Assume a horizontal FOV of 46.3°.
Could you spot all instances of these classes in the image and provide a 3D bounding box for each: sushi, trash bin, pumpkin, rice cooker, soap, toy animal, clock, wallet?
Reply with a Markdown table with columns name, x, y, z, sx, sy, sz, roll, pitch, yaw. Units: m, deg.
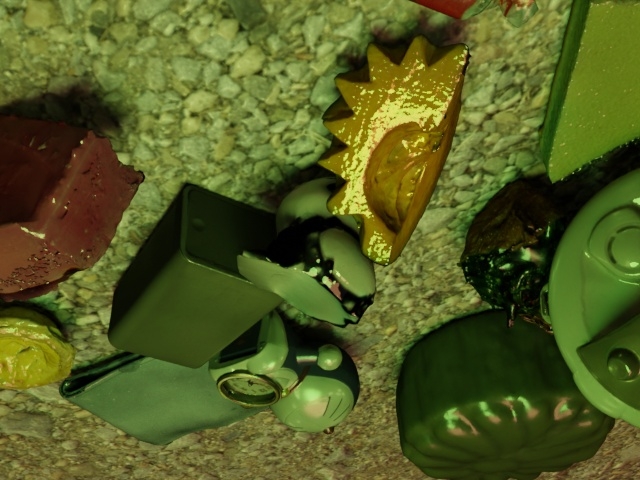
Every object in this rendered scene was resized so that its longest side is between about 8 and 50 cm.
| name | x | y | z | sx | sy | sz | roll | pitch | yaw |
| --- | --- | --- | --- | --- | --- | --- | --- | --- | --- |
| sushi | 0.261 | 0.038 | 1.011 | 0.149 | 0.140 | 0.287 | -14 | 139 | -1 |
| trash bin | -0.167 | 0.061 | 1.000 | 0.164 | 0.122 | 0.240 | 22 | 135 | -29 |
| pumpkin | 0.079 | -0.119 | 0.848 | 0.130 | 0.149 | 0.254 | 22 | 114 | 13 |
| rice cooker | 0.453 | 0.070 | 0.882 | 0.335 | 0.335 | 0.325 | -28 | 160 | 24 |
| soap | -0.349 | -0.039 | 0.806 | 0.289 | 0.182 | 0.112 | 11 | 153 | 33 |
| toy animal | 0.000 | 0.000 | 0.902 | 0.138 | 0.179 | 0.166 | -14 | 129 | 36 |
| clock | -0.041 | 0.208 | 1.172 | 0.199 | 0.147 | 0.243 | -26 | 133 | 29 |
| wallet | -0.251 | 0.257 | 1.271 | 0.290 | 0.054 | 0.251 | -21 | 139 | 15 |

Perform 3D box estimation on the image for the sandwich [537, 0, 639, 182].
| name | x | y | z | sx | sy | sz | roll | pitch | yaw |
| --- | --- | --- | --- | --- | --- | --- | --- | --- | --- |
| sandwich | 0.316 | -0.194 | 0.810 | 0.245 | 0.063 | 0.212 | -29 | 132 | 24 |

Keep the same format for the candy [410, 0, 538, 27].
| name | x | y | z | sx | sy | sz | roll | pitch | yaw |
| --- | --- | --- | --- | --- | --- | --- | --- | --- | --- |
| candy | 0.092 | -0.264 | 0.691 | 0.292 | 0.059 | 0.086 | 13 | 138 | -21 |

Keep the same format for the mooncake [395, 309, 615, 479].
| name | x | y | z | sx | sy | sz | roll | pitch | yaw |
| --- | --- | --- | --- | --- | --- | --- | --- | --- | --- |
| mooncake | 0.306 | 0.285 | 1.274 | 0.356 | 0.194 | 0.356 | -4 | 139 | -3 |

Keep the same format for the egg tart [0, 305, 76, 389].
| name | x | y | z | sx | sy | sz | roll | pitch | yaw |
| --- | --- | --- | --- | --- | --- | --- | --- | --- | --- |
| egg tart | -0.451 | 0.152 | 1.101 | 0.191 | 0.074 | 0.191 | -4 | 141 | -3 |
